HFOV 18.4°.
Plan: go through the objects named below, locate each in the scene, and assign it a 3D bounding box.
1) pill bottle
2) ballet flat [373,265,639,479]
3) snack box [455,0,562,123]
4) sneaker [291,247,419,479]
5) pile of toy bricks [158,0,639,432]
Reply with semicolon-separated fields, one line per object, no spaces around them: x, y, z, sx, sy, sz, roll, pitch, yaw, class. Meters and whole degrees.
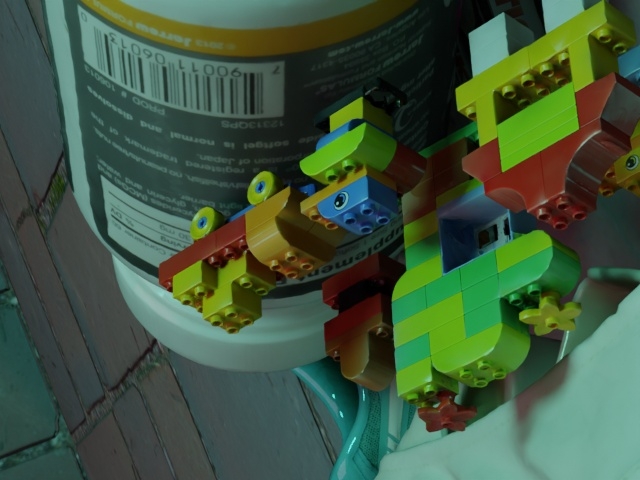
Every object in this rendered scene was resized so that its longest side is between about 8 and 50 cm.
-0.027;-0.071;0.790;0.162;0.162;0.278;60;164;29;pill bottle
0.100;0.086;0.762;0.139;0.139;0.400;67;160;7;ballet flat
0.051;-0.134;0.791;0.064;0.022;0.178;180;70;-74;snack box
0.000;0.000;0.965;0.107;0.110;0.275;109;139;-66;sneaker
0.045;0.013;0.679;0.212;0.118;0.105;-30;48;36;pile of toy bricks
